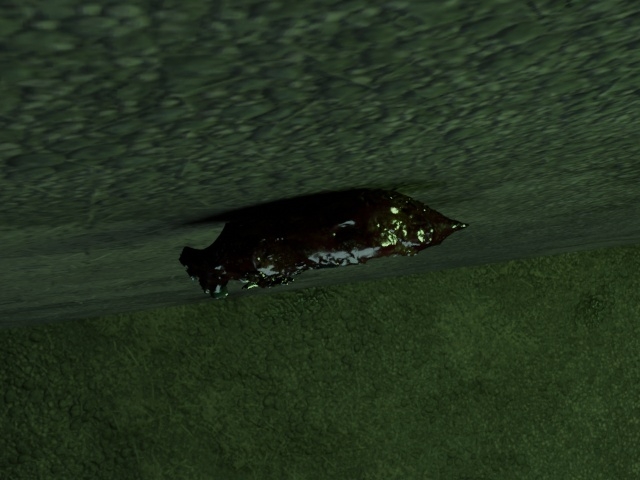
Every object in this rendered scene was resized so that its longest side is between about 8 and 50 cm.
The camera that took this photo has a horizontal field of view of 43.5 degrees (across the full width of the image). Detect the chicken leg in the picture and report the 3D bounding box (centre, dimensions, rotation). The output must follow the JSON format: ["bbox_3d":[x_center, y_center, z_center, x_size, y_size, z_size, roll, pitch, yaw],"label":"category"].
[{"bbox_3d":[0.000,0.000,0.656,0.233,0.063,0.105,-11,178,15],"label":"chicken leg"}]
